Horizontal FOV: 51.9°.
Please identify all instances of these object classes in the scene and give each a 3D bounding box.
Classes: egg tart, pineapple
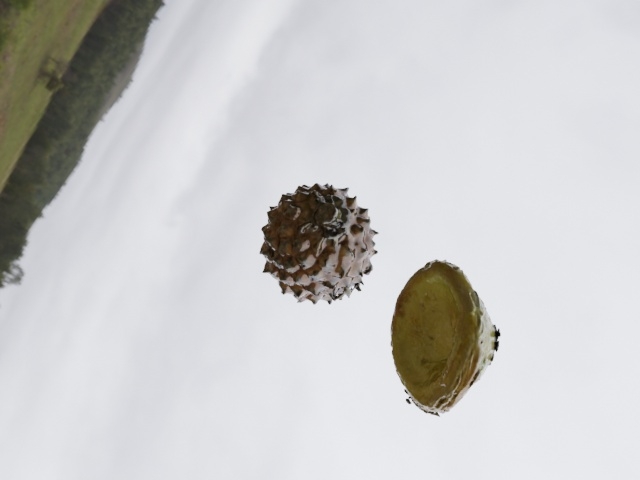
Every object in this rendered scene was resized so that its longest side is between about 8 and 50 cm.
[{"bbox_3d":[0.253,0.190,1.315,0.315,0.120,0.314,-171,-90,-66],"label":"egg tart"},{"bbox_3d":[0.000,0.000,0.863,0.193,0.166,0.166,111,2,-66],"label":"pineapple"}]
